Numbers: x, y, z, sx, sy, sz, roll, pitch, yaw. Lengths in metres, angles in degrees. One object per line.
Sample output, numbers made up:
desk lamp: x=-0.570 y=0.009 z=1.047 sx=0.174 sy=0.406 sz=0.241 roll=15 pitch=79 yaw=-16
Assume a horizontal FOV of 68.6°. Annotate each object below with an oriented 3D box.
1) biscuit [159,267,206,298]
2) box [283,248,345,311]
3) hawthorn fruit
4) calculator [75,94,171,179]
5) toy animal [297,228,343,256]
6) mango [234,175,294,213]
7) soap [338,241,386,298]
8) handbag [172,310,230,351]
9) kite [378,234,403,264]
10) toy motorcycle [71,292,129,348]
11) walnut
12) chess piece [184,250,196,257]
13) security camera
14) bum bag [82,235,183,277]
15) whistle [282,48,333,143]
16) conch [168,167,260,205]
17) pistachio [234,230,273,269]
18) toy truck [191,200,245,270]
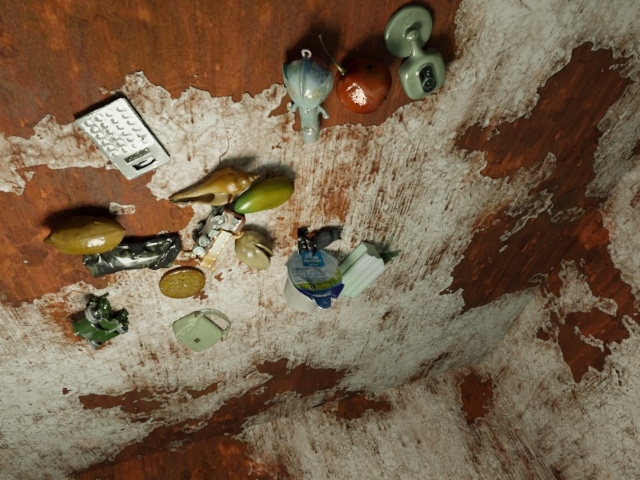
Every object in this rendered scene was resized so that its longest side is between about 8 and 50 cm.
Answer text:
biscuit: x=-0.564 y=0.174 z=1.924 sx=0.187 sy=0.027 sz=0.188 roll=-15 pitch=139 yaw=-13
box: x=-0.040 y=0.212 z=2.052 sx=0.262 sy=0.292 sz=0.206 roll=-6 pitch=149 yaw=-26
hawthorn fruit: x=0.083 y=-0.495 z=1.399 sx=0.285 sy=0.165 sz=0.165 roll=24 pitch=123 yaw=-32
calculator: x=-0.574 y=-0.292 z=1.386 sx=0.161 sy=0.021 sz=0.262 roll=-25 pitch=141 yaw=2
toy animal: x=0.004 y=0.001 z=1.945 sx=0.209 sy=0.117 sz=0.121 roll=-12 pitch=134 yaw=-12
mango: x=-0.189 y=-0.160 z=1.634 sx=0.237 sy=0.091 sz=0.137 roll=-25 pitch=162 yaw=-46
soap: x=0.176 y=0.145 z=2.206 sx=0.172 sy=0.095 sz=0.289 roll=17 pitch=128 yaw=-36
handbag: x=-0.538 y=0.412 z=2.176 sx=0.219 sy=0.079 sz=0.256 roll=-29 pitch=143 yaw=1
kite: x=0.300 y=0.063 z=2.251 sx=0.229 sy=0.012 sz=0.250 roll=-6 pitch=137 yaw=-22
toy motorcycle: x=-0.887 y=0.327 z=1.870 sx=0.205 sy=0.127 sz=0.275 roll=-25 pitch=148 yaw=3
walnut: x=-0.761 y=-0.018 z=1.518 sx=0.245 sy=0.137 sz=0.137 roll=-3 pitch=137 yaw=-19
chess piece: x=-0.483 y=0.053 z=1.823 sx=0.092 sy=0.035 sz=0.035 roll=4 pitch=134 yaw=-26
security camera: x=0.300 y=-0.579 z=1.460 sx=0.157 sy=0.080 sz=0.302 roll=-29 pitch=139 yaw=7
bum bag: x=-0.667 y=0.056 z=1.684 sx=0.340 sy=0.095 sz=0.144 roll=-8 pitch=132 yaw=-28
whistle: x=-0.034 y=-0.433 z=1.422 sx=0.142 sy=0.134 sz=0.346 roll=-7 pitch=151 yaw=-2
conch: x=-0.357 y=-0.180 z=1.585 sx=0.329 sy=0.093 sz=0.109 roll=-11 pitch=136 yaw=15
pistachio: x=-0.261 y=0.040 z=1.845 sx=0.143 sy=0.144 sz=0.215 roll=-26 pitch=148 yaw=2
toy truck: x=-0.373 y=-0.025 z=1.710 sx=0.135 sy=0.114 sz=0.270 roll=21 pitch=120 yaw=-33
